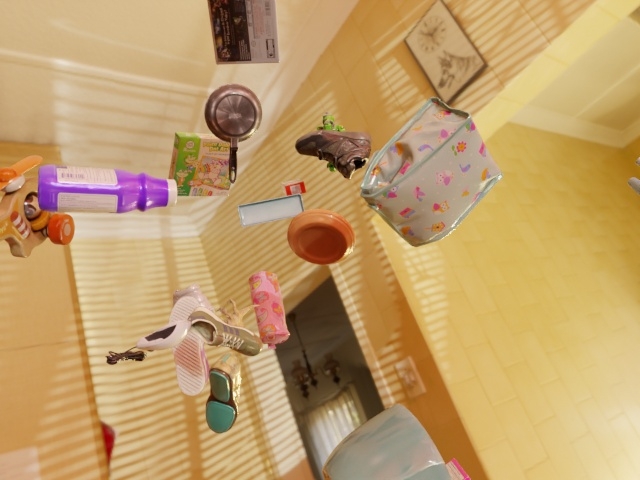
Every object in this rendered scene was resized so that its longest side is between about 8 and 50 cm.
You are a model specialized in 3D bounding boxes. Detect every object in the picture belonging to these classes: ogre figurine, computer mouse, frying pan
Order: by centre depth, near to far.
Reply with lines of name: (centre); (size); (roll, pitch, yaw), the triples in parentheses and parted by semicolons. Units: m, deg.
computer mouse: (-0.370, 0.233, 1.128); (0.193, 0.042, 0.106); (-27, -21, 12)
ogre figurine: (0.031, -0.321, 1.596); (0.096, 0.118, 0.197); (-17, -34, 20)
frying pan: (-0.317, -0.368, 1.715); (0.197, 0.053, 0.326); (20, -78, -25)

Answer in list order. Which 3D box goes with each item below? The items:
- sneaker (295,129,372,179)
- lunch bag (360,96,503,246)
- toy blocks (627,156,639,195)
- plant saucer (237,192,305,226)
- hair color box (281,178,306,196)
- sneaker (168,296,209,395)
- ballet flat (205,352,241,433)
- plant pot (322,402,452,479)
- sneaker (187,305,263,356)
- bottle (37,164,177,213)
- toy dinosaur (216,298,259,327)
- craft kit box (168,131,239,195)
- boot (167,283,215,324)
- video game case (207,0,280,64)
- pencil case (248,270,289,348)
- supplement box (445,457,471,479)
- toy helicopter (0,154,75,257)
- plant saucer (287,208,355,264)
sneaker: (0.034, -0.249, 1.472); (0.227, 0.130, 0.087); (3, -27, 5)
lunch bag: (0.228, -0.131, 1.090); (0.262, 0.160, 0.223); (-46, -49, 5)
toy blocks: (0.270, 0.014, 0.359); (0.054, 0.148, 0.123); (-14, -53, -1)
plant saucer: (-0.145, -0.089, 1.496); (0.192, 0.067, 0.018); (-12, -5, -8)
hair color box: (-0.098, -0.189, 1.806); (0.072, 0.043, 0.141); (-15, 12, -8)
sneaker: (-0.386, 0.314, 1.507); (0.102, 0.282, 0.161); (-3, -13, -4)
ballet flat: (-0.317, 0.512, 1.700); (0.123, 0.123, 0.349); (-10, -49, -25)
plant pot: (0.146, 0.577, 1.201); (0.235, 0.293, 0.293); (-21, -22, -17)
sneaker: (-0.234, 0.231, 1.200); (0.064, 0.192, 0.086); (-59, 1, 16)
bottle: (-0.469, -0.111, 1.126); (0.282, 0.118, 0.092); (0, -64, -30)
toy dinosaur: (-0.249, 0.220, 1.466); (0.053, 0.093, 0.183); (-36, 11, 26)
craft kit box: (-0.453, -0.290, 1.957); (0.249, 0.061, 0.247); (-5, -58, -37)
boot: (-0.435, 0.216, 1.622); (0.258, 0.123, 0.095); (-28, -3, 42)
video game case: (-0.197, -0.556, 1.309); (0.173, 0.022, 0.190); (-2, -54, -1)
pencil case: (-0.197, 0.258, 1.910); (0.124, 0.284, 0.124); (-12, -30, -7)
supplement box: (0.391, 0.829, 1.623); (0.220, 0.111, 0.114); (-33, 12, -3)
toy helicopter: (-0.728, -0.059, 1.175); (0.140, 0.355, 0.235); (5, -68, 2)
plant saucer: (0.000, 0.000, 1.450); (0.199, 0.037, 0.200); (5, -51, 6)
